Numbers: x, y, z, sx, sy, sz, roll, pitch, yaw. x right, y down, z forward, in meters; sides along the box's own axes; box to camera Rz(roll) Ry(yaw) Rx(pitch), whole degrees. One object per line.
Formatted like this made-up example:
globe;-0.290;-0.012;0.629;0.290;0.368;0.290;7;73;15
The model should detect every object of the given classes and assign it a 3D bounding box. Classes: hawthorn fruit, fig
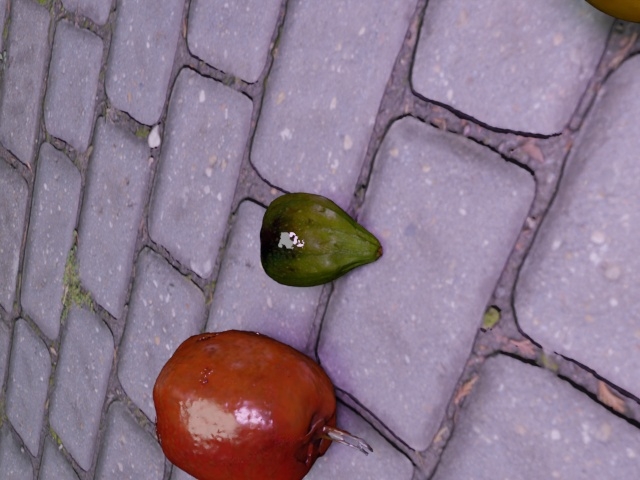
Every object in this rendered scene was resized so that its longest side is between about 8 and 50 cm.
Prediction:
hawthorn fruit;-0.069;0.224;0.797;0.298;0.211;0.211;4;97;28
fig;0.000;0.000;0.783;0.156;0.123;0.123;2;96;3

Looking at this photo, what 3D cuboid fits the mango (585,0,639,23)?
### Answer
mango;0.274;-0.330;0.470;0.176;0.175;0.330;16;86;17
